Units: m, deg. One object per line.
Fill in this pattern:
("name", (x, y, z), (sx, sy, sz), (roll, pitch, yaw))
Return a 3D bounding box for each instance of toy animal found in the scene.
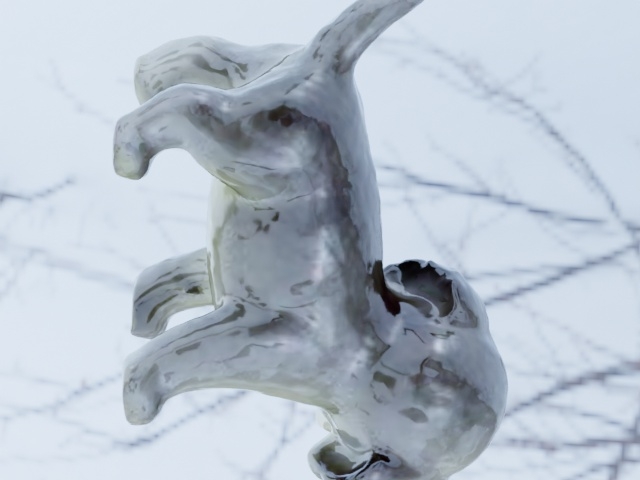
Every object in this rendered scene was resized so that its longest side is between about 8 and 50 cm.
("toy animal", (-0.012, 0.011, 0.884), (0.168, 0.233, 0.121), (-12, -163, 4))
